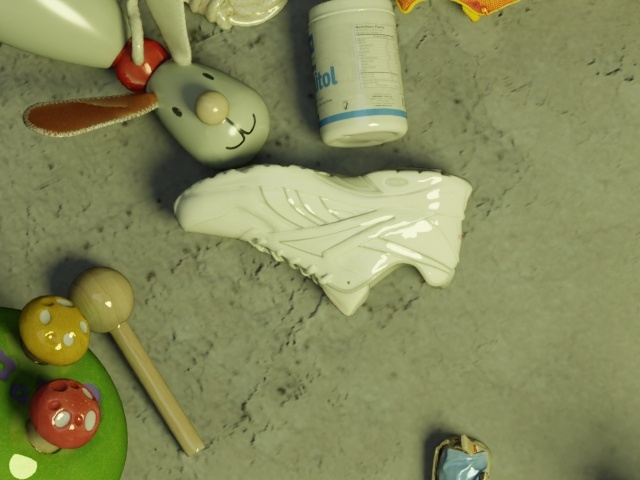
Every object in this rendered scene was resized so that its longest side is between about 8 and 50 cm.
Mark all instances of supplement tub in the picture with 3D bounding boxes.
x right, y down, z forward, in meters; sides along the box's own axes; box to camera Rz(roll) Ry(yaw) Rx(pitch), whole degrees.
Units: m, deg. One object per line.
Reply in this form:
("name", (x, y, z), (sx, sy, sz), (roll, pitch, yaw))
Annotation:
("supplement tub", (0.029, -0.131, 1.357), (0.071, 0.071, 0.107), (-8, 82, 4))

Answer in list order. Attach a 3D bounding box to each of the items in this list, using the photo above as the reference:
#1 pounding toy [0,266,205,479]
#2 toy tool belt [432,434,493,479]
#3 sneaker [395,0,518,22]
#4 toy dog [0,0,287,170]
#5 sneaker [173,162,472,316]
("pounding toy", (-0.183, 0.101, 1.262), (0.110, 0.237, 0.183), (-43, 76, 41))
("toy tool belt", (0.110, 0.190, 1.318), (0.052, 0.051, 0.083), (-2, 83, 5))
("sneaker", (0.143, -0.209, 1.371), (0.175, 0.064, 0.067), (-3, 107, 6))
("toy dog", (-0.192, -0.184, 1.336), (0.333, 0.161, 0.220), (13, 84, 6))
("sneaker", (0.000, 0.000, 1.335), (0.232, 0.090, 0.115), (1, 86, 6))
